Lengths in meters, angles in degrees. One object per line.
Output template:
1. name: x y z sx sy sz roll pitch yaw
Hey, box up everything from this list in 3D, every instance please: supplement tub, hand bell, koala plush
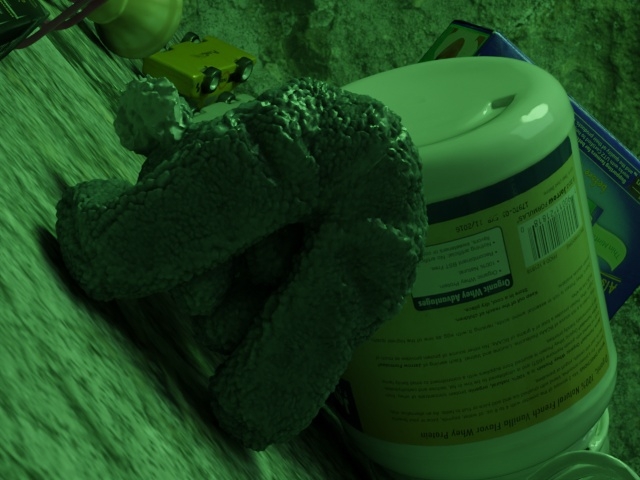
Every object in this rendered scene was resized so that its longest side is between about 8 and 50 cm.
1. supplement tub: 0.104 0.041 1.074 0.228 0.228 0.316 -120 -166 -66
2. hand bell: -0.270 -0.286 1.576 0.126 0.126 0.242 52 17 17
3. koala plush: -0.052 -0.017 0.886 0.196 0.203 0.221 49 -7 -22

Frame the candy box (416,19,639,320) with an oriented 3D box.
1. candy box: 0.131 0.008 1.267 0.268 0.317 0.122 40 0 -18

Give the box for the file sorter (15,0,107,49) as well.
1. file sorter: -0.181 -0.300 1.123 0.182 0.202 0.291 54 29 -12

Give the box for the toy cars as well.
1. toy cars: -0.137 -0.163 1.757 0.176 0.087 0.394 10 25 -22

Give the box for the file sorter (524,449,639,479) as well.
1. file sorter: 0.147 0.234 0.748 0.193 0.173 0.277 52 4 19

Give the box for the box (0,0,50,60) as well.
1. box: -0.284 -0.210 0.739 0.307 0.076 0.242 50 4 -12

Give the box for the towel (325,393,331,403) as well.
1. towel: -0.034 0.083 1.121 0.119 0.029 0.067 51 3 12
